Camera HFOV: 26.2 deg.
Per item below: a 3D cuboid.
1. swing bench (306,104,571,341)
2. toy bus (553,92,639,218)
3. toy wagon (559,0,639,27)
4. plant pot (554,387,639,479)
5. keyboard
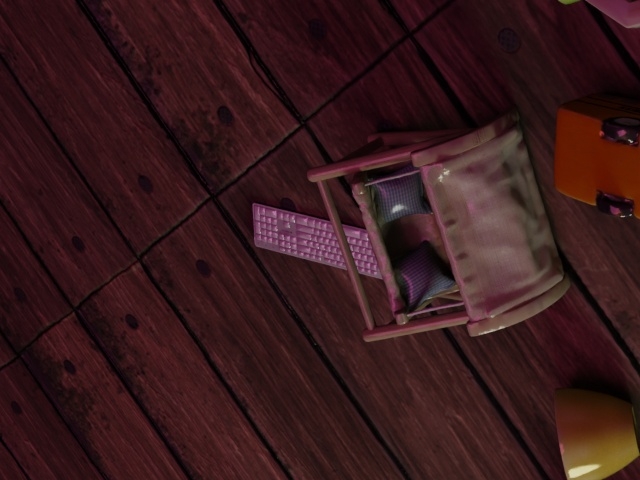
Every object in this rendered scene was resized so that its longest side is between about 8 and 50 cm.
[{"bbox_3d":[0.157,-0.017,1.792,0.255,0.165,0.253,-7,109,42],"label":"swing bench"},{"bbox_3d":[0.412,-0.076,1.522,0.333,0.130,0.108,20,118,42],"label":"toy bus"},{"bbox_3d":[0.344,-0.404,1.435,0.267,0.068,0.344,-12,87,44],"label":"toy wagon"},{"bbox_3d":[0.368,0.254,1.813,0.095,0.134,0.134,-11,109,15],"label":"plant pot"},{"bbox_3d":[0.000,0.000,2.047,0.256,0.014,0.072,14,123,35],"label":"keyboard"}]
